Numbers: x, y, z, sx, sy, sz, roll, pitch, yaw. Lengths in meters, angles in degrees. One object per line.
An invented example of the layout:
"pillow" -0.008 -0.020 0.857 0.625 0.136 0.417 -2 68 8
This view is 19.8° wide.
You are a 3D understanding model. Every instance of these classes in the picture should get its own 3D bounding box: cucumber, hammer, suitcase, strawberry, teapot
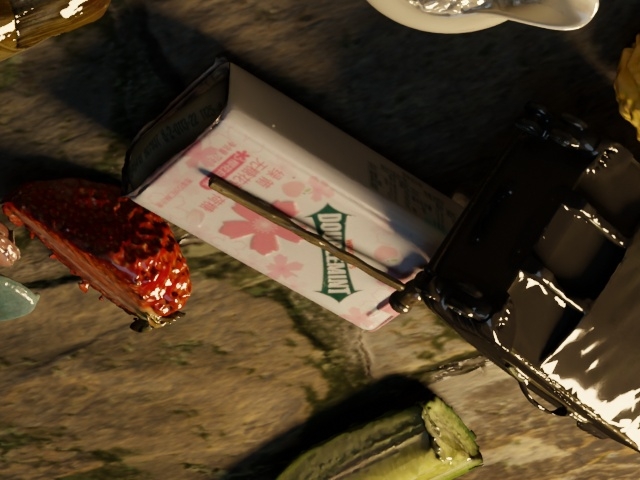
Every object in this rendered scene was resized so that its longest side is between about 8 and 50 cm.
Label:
"cucumber" 0.053 0.306 2.434 0.325 0.105 0.145 -31 156 28
"hammer" 0.000 0.000 1.996 0.292 0.029 0.058 29 129 -25
"suitcase" 0.305 0.060 2.037 0.434 0.194 0.283 36 84 -34
"strawberry" -0.235 -0.001 2.097 0.175 0.106 0.236 14 151 42
"teapot" 0.109 -0.282 1.757 0.300 0.165 0.208 1 150 -17

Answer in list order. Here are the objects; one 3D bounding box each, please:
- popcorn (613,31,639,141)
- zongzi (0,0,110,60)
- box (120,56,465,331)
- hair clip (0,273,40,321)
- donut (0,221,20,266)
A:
"popcorn" 0.386 -0.142 1.901 0.170 0.180 0.180 13 144 28
"zongzi" -0.345 -0.214 1.725 0.286 0.288 0.134 -14 109 10
"box" -0.027 -0.047 2.042 0.370 0.112 0.190 32 128 -28
"hair clip" -0.494 0.045 1.963 0.318 0.238 0.392 -1 125 7
"donut" -0.440 0.006 2.118 0.166 0.065 0.117 -25 133 22
